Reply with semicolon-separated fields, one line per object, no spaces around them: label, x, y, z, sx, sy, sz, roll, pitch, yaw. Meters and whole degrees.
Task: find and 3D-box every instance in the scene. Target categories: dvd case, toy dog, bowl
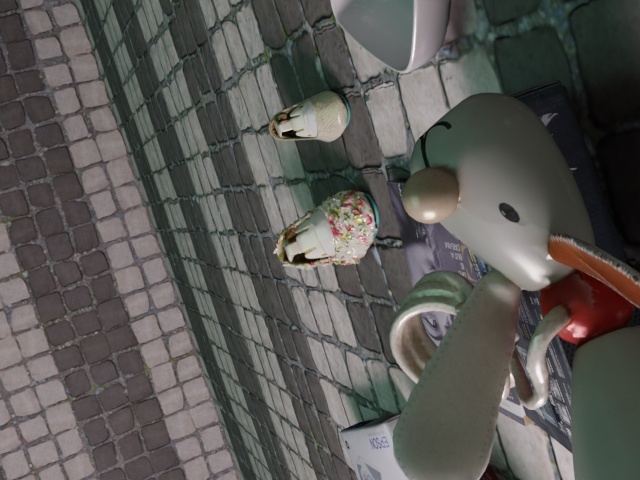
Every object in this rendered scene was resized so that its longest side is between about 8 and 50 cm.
dvd case;0.129;0.051;0.770;0.164;0.018;0.221;17;125;67
toy dog;0.121;0.099;0.361;0.333;0.161;0.220;43;134;27
bowl;0.058;-0.217;0.640;0.142;0.053;0.142;52;153;44

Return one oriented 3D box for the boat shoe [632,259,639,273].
boat shoe;0.216;0.035;0.419;0.190;0.072;0.068;-5;105;71

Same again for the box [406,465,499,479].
box;0.162;0.359;0.787;0.257;0.122;0.128;54;138;40

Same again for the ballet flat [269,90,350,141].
ballet flat;-0.018;-0.135;0.940;0.168;0.052;0.057;1;110;70

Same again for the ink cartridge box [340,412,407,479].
ink cartridge box;0.111;0.347;1.084;0.224;0.045;0.223;66;161;10

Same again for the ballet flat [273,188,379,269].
ballet flat;0.000;0.000;0.992;0.091;0.077;0.241;69;161;5

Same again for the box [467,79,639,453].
box;0.149;0.023;0.547;0.183;0.059;0.233;177;74;-89
